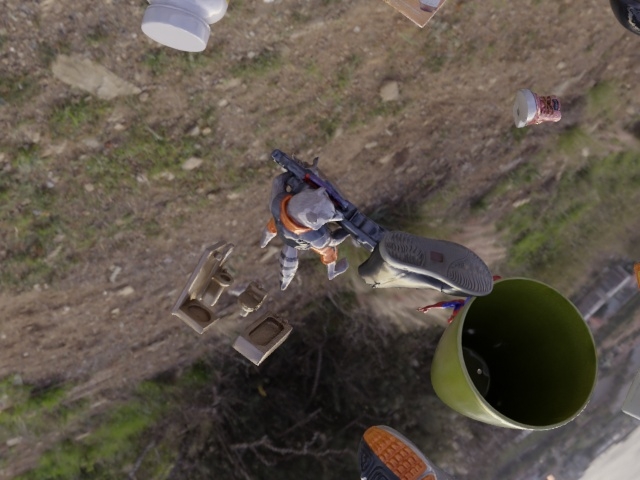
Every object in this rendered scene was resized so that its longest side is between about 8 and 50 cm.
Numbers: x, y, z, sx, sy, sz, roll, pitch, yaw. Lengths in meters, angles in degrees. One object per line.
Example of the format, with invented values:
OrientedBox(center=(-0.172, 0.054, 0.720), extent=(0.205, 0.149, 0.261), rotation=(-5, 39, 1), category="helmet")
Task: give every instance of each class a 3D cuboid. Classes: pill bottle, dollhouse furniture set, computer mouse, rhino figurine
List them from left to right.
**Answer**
OrientedBox(center=(-0.276, -0.593, 1.521), extent=(0.188, 0.188, 0.334), rotation=(21, 81, -50), category="pill bottle")
OrientedBox(center=(-0.110, 0.086, 1.076), extent=(0.123, 0.151, 0.144), rotation=(-58, 171, 23), category="dollhouse furniture set")
OrientedBox(center=(0.007, -0.110, 1.624), extent=(0.073, 0.106, 0.243), rotation=(-44, 112, -21), category="rhino figurine")
OrientedBox(center=(0.662, -0.408, 1.331), extent=(0.188, 0.272, 0.072), rotation=(-49, 164, -38), category="computer mouse")

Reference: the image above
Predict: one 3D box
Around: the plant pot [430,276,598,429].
OrientedBox(center=(0.332, 0.245, 1.375), extent=(0.275, 0.275, 0.293), rotation=(-21, 167, -22), category="plant pot")

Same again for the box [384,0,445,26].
OrientedBox(center=(0.202, -0.535, 1.380), extent=(0.130, 0.091, 0.170), rotation=(26, 131, -21), category="box")

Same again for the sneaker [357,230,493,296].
OrientedBox(center=(0.182, 0.053, 1.223), extent=(0.222, 0.083, 0.118), rotation=(21, 150, -14), category="sneaker")

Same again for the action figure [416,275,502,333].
OrientedBox(center=(0.320, 0.165, 1.632), extent=(0.139, 0.091, 0.280), rotation=(-14, 163, -11), category="action figure")

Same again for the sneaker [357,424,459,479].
OrientedBox(center=(0.153, 0.357, 0.987), extent=(0.099, 0.262, 0.121), rotation=(-41, -179, 15), category="sneaker")

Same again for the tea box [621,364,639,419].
OrientedBox(center=(0.800, 0.310, 1.254), extent=(0.329, 0.323, 0.220), rotation=(27, 87, -25), category="tea box")

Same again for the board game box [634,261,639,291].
OrientedBox(center=(0.555, 0.143, 0.654), extent=(0.356, 0.356, 0.356), rotation=(-13, 172, 10), category="board game box")

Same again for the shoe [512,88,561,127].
OrientedBox(center=(0.423, -0.260, 1.357), extent=(0.081, 0.063, 0.178), rotation=(-12, 178, 9), category="shoe")

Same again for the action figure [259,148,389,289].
OrientedBox(center=(0.000, 0.000, 1.375), extent=(0.178, 0.341, 0.330), rotation=(-50, 168, -18), category="action figure")
